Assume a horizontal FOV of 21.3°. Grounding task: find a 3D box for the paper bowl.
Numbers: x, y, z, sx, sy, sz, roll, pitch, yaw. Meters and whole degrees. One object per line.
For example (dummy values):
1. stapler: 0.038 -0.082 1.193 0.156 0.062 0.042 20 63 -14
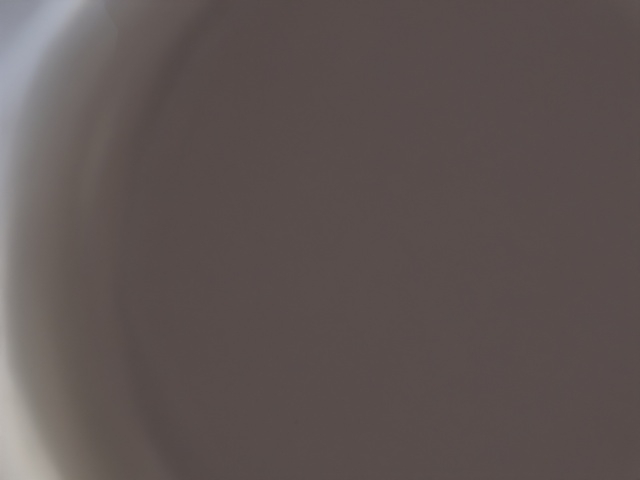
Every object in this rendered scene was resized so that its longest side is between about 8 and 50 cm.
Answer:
1. paper bowl: 0.000 0.000 0.447 0.284 0.148 0.284 -1 -86 -23
